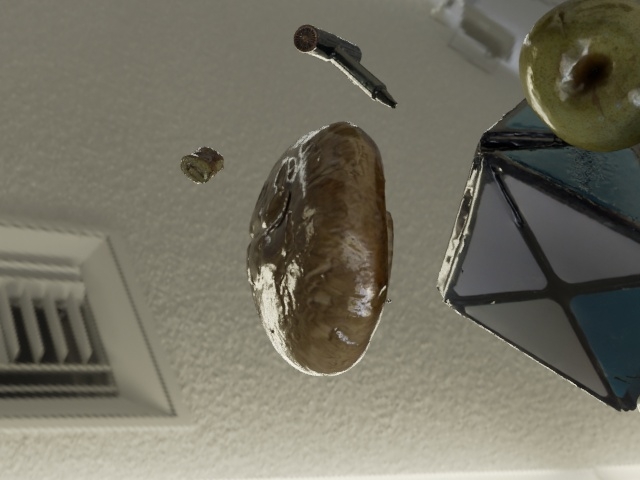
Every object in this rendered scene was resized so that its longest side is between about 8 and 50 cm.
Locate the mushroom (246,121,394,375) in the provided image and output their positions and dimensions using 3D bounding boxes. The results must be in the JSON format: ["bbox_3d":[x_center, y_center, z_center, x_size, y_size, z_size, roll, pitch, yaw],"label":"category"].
[{"bbox_3d":[0.000,0.000,1.022,0.146,0.278,0.278,4,-144,-13],"label":"mushroom"}]

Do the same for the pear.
[{"bbox_3d":[0.290,-0.176,1.039,0.167,0.167,0.136,36,-150,11],"label":"pear"}]

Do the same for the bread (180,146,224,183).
[{"bbox_3d":[-0.159,-0.101,1.347,0.047,0.036,0.083,34,-163,0],"label":"bread"}]

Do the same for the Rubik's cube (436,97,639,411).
[{"bbox_3d":[0.367,-0.021,1.286,0.307,0.310,0.305,33,-130,23],"label":"Rubik's cube"}]

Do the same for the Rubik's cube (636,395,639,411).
[{"bbox_3d":[0.578,0.207,1.015,0.316,0.319,0.321,-28,-89,-41],"label":"Rubik's cube"}]

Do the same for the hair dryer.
[{"bbox_3d":[0.066,-0.268,1.615,0.195,0.050,0.173,43,-161,19],"label":"hair dryer"}]
